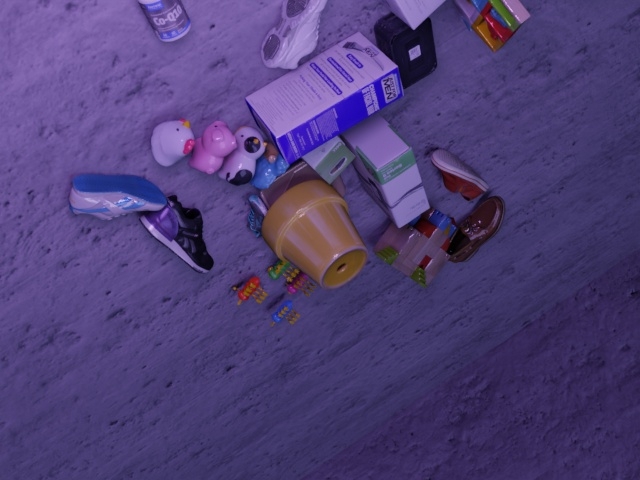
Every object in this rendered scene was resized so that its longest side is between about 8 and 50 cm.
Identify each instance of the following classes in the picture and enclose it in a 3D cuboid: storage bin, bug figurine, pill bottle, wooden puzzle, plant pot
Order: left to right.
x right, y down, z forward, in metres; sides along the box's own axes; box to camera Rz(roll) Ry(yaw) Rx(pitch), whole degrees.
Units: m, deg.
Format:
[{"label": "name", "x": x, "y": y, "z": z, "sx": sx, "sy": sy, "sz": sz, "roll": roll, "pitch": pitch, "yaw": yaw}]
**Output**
[{"label": "pill bottle", "x": -0.319, "y": -0.473, "z": 1.348, "sx": 0.078, "sy": 0.078, "sz": 0.137, "roll": -32, "pitch": 143, "yaw": -6}, {"label": "bug figurine", "x": -0.139, "y": 0.159, "z": 2.168, "sx": 0.216, "sy": 0.072, "sz": 0.279, "roll": -46, "pitch": 138, "yaw": 2}, {"label": "wooden puzzle", "x": -0.049, "y": -0.146, "z": 1.944, "sx": 0.238, "sy": 0.044, "sz": 0.221, "roll": -37, "pitch": 143, "yaw": -7}, {"label": "plant pot", "x": 0.000, "y": 0.000, "z": 1.889, "sx": 0.254, "sy": 0.239, "sz": 0.254, "roll": -27, "pitch": 147, "yaw": -19}, {"label": "storage bin", "x": 0.221, "y": -0.498, "z": 1.742, "sx": 0.122, "sy": 0.084, "sz": 0.180, "roll": -31, "pitch": 143, "yaw": -6}]

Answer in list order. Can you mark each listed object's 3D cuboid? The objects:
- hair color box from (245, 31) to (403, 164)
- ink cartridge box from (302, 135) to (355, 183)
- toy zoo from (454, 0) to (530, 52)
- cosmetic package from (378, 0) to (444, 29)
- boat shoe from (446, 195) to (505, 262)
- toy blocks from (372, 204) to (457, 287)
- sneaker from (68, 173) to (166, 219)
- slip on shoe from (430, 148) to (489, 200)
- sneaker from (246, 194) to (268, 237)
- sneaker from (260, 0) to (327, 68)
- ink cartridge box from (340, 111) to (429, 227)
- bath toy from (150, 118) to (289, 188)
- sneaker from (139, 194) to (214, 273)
[{"label": "hair color box", "x": 0.010, "y": -0.350, "z": 1.650, "sx": 0.338, "sy": 0.185, "sz": 0.110, "roll": -32, "pitch": 143, "yaw": -5}, {"label": "ink cartridge box", "x": -0.010, "y": -0.255, "z": 1.802, "sx": 0.109, "sy": 0.062, "sz": 0.209, "roll": -47, "pitch": 133, "yaw": 2}, {"label": "toy zoo", "x": 0.402, "y": -0.568, "z": 1.653, "sx": 0.030, "sy": 0.192, "sz": 0.293, "roll": -38, "pitch": 179, "yaw": 1}, {"label": "cosmetic package", "x": 0.262, "y": -0.680, "z": 1.476, "sx": 0.385, "sy": 0.217, "sz": 0.156, "roll": -44, "pitch": 142, "yaw": 8}, {"label": "boat shoe", "x": 0.562, "y": -0.033, "z": 2.483, "sx": 0.104, "sy": 0.111, "sz": 0.307, "roll": -1, "pitch": 130, "yaw": -39}, {"label": "toy blocks", "x": 0.349, "y": -0.003, "z": 2.323, "sx": 0.261, "sy": 0.190, "sz": 0.381, "roll": -55, "pitch": 142, "yaw": 4}, {"label": "sneaker", "x": -0.484, "y": -0.100, "z": 1.621, "sx": 0.228, "sy": 0.087, "sz": 0.092, "roll": 5, "pitch": 134, "yaw": -32}, {"label": "slip on shoe", "x": 0.446, "y": -0.204, "z": 2.211, "sx": 0.101, "sy": 0.123, "sz": 0.331, "roll": -45, "pitch": 147, "yaw": 17}, {"label": "sneaker", "x": -0.178, "y": -0.061, "z": 1.914, "sx": 0.076, "sy": 0.065, "sz": 0.166, "roll": -29, "pitch": 141, "yaw": -2}, {"label": "sneaker", "x": -0.040, "y": -0.493, "z": 1.554, "sx": 0.115, "sy": 0.090, "sz": 0.232, "roll": 1, "pitch": 138, "yaw": -47}, {"label": "ink cartridge box", "x": 0.185, "y": -0.201, "z": 1.923, "sx": 0.121, "sy": 0.211, "sz": 0.289, "roll": -35, "pitch": 143, "yaw": -3}, {"label": "bath toy", "x": -0.239, "y": -0.219, "z": 1.643, "sx": 0.348, "sy": 0.129, "sz": 0.151, "roll": 9, "pitch": 90, "yaw": -44}, {"label": "sneaker", "x": -0.344, "y": -0.014, "z": 1.801, "sx": 0.124, "sy": 0.107, "sz": 0.283, "roll": -43, "pitch": 143, "yaw": -1}]
